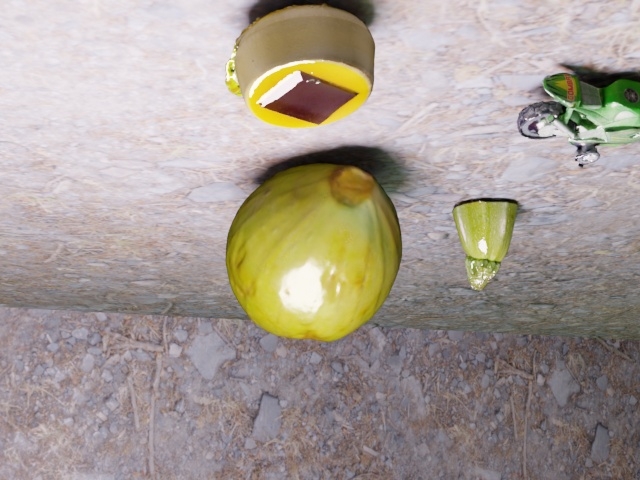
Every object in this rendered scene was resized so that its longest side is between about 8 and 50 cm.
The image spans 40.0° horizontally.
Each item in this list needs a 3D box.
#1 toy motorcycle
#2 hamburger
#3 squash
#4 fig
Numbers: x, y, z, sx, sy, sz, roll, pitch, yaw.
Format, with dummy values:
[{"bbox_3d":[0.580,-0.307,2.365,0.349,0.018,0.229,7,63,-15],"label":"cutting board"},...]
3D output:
[{"bbox_3d":[0.306,-0.132,0.919,0.190,0.074,0.106,2,157,-10],"label":"toy motorcycle"},{"bbox_3d":[-0.018,-0.154,0.770,0.126,0.081,0.141,3,154,-25],"label":"hamburger"},{"bbox_3d":[0.260,0.010,1.375,0.105,0.132,0.105,0,169,0],"label":"squash"},{"bbox_3d":[0.000,0.000,1.158,0.239,0.239,0.271,5,139,-26],"label":"fig"}]
